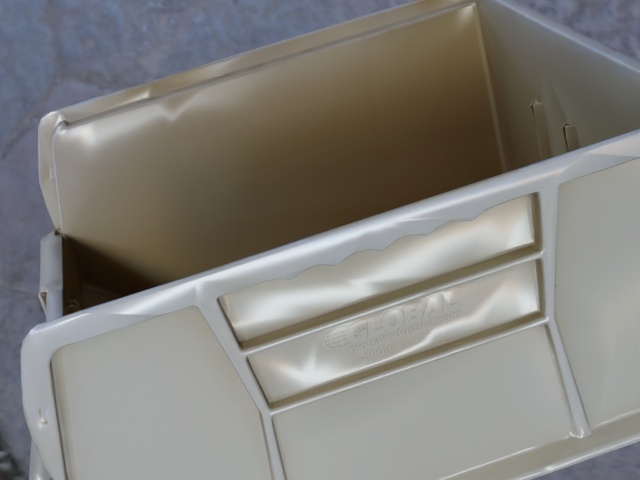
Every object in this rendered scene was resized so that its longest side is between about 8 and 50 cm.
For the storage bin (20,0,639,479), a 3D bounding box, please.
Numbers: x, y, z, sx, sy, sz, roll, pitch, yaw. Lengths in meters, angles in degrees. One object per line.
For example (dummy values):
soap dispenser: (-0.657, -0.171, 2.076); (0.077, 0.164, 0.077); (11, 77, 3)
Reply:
storage bin: (0.000, 0.000, 0.519); (0.260, 0.123, 0.262); (-18, 24, -5)
